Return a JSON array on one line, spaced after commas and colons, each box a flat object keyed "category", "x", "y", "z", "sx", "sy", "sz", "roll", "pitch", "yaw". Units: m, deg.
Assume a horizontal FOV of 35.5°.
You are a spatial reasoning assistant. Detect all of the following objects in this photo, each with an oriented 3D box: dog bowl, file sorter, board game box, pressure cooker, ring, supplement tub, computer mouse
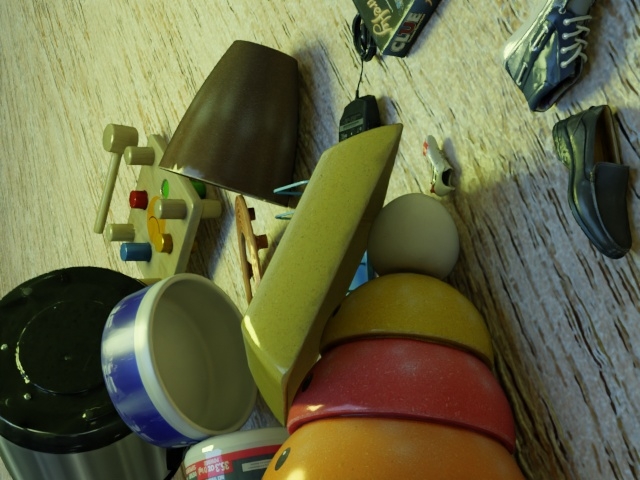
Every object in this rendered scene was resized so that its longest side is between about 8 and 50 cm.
[{"category": "dog bowl", "x": -0.218, "y": 0.192, "z": 1.588, "sx": 0.104, "sy": 0.265, "sz": 0.264, "roll": -21, "pitch": 70, "yaw": 29}, {"category": "file sorter", "x": 0.000, "y": 0.000, "z": 1.462, "sx": 0.118, "sy": 0.105, "sz": 0.170, "roll": -12, "pitch": 79, "yaw": 56}, {"category": "board game box", "x": 0.094, "y": -0.397, "z": 1.386, "sx": 0.165, "sy": 0.042, "sz": 0.243, "roll": -57, "pitch": 45, "yaw": 39}, {"category": "pressure cooker", "x": -0.416, "y": 0.292, "z": 1.818, "sx": 0.375, "sy": 0.370, "sz": 0.420, "roll": 42, "pitch": 151, "yaw": 26}, {"category": "ring", "x": -0.091, "y": 0.093, "z": 1.557, "sx": 0.336, "sy": 0.032, "sz": 0.336, "roll": 171, "pitch": 90, "yaw": -82}, {"category": "supplement tub", "x": -0.096, "y": 0.433, "z": 1.514, "sx": 0.191, "sy": 0.191, "sz": 0.272, "roll": -37, "pitch": 58, "yaw": 51}, {"category": "computer mouse", "x": 0.065, "y": -0.216, "z": 1.439, "sx": 0.071, "sy": 0.041, "sz": 0.242, "roll": -6, "pitch": 77, "yaw": 58}]

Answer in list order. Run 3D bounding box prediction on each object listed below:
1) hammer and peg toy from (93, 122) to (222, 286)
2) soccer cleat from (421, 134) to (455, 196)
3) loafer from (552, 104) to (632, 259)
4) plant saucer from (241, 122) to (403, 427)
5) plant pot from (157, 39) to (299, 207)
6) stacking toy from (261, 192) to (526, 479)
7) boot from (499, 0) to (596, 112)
[{"category": "hammer and peg toy", "x": -0.328, "y": -0.062, "z": 1.954, "sx": 0.361, "sy": 0.127, "sz": 0.265, "roll": 53, "pitch": 133, "yaw": 44}, {"category": "soccer cleat", "x": 0.155, "y": -0.098, "z": 1.298, "sx": 0.036, "sy": 0.029, "sz": 0.083, "roll": -17, "pitch": 77, "yaw": 47}, {"category": "loafer", "x": 0.295, "y": -0.064, "z": 1.049, "sx": 0.061, "sy": 0.062, "sz": 0.170, "roll": -36, "pitch": 61, "yaw": 45}, {"category": "plant saucer", "x": -0.010, "y": 0.043, "z": 1.237, "sx": 0.332, "sy": 0.081, "sz": 0.332, "roll": 98, "pitch": -163, "yaw": -71}, {"category": "plant pot", "x": -0.122, "y": -0.193, "z": 1.592, "sx": 0.215, "sy": 0.215, "sz": 0.230, "roll": 17, "pitch": 91, "yaw": 56}, {"category": "stacking toy", "x": 0.098, "y": 0.165, "z": 1.199, "sx": 0.351, "sy": 0.351, "sz": 0.479, "roll": -34, "pitch": 43, "yaw": 52}, {"category": "boot", "x": 0.273, "y": -0.227, "z": 1.092, "sx": 0.086, "sy": 0.069, "sz": 0.190, "roll": 65, "pitch": 148, "yaw": 23}]
